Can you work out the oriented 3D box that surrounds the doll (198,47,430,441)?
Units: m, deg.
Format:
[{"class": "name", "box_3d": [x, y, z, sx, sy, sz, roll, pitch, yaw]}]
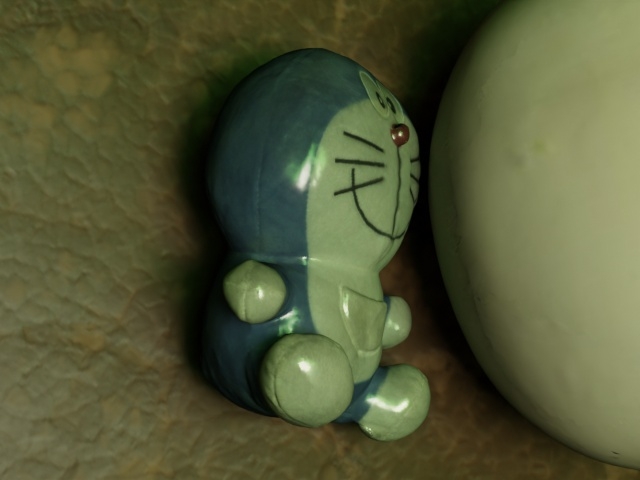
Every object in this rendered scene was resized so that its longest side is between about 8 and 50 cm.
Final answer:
[{"class": "doll", "box_3d": [0.000, 0.000, 1.069, 0.228, 0.154, 0.259, 16, 84, -58]}]

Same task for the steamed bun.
[{"class": "steamed bun", "box_3d": [0.239, -0.021, 1.091, 0.333, 0.334, 0.374, -18, 97, -27]}]
